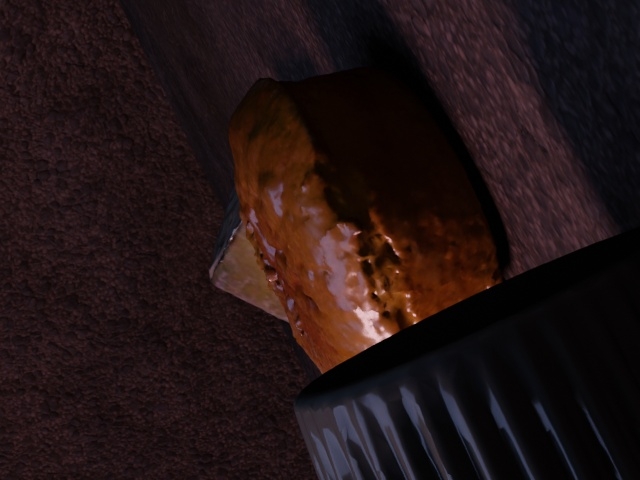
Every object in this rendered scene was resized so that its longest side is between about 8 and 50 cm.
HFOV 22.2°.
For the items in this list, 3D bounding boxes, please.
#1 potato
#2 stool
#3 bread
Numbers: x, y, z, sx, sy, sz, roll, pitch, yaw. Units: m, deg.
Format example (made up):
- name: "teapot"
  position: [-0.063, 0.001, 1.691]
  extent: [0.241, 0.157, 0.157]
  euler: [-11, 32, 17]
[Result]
- name: "potato"
  position: [0.027, -0.016, 1.763]
  extent: [0.264, 0.211, 0.189]
  euler: [31, 138, -13]
- name: "stool"
  position: [0.163, 0.186, 0.934]
  extent: [0.297, 0.297, 0.330]
  euler: [153, 92, -82]
- name: "bread"
  position: [0.032, -0.010, 1.411]
  extent: [0.312, 0.172, 0.312]
  euler: [61, 166, 27]
